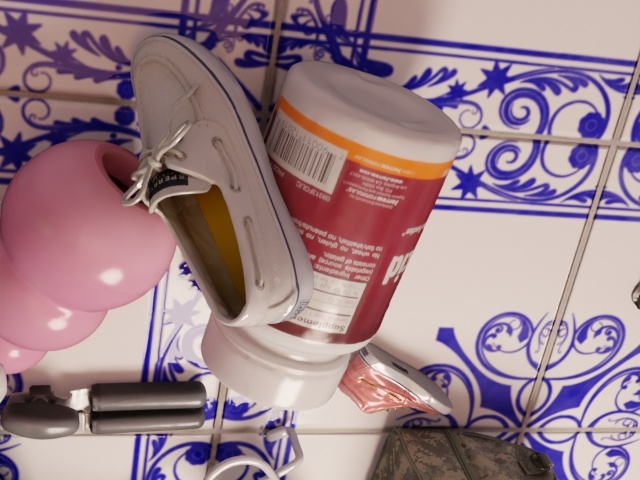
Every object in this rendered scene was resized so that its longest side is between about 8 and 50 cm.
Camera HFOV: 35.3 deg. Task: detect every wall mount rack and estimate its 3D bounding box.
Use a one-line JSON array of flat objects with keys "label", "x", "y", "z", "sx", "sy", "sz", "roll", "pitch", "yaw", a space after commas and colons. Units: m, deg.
[{"label": "wall mount rack", "x": -0.130, "y": 0.439, "z": 1.513, "sx": 0.304, "sy": 0.130, "sz": 0.350, "roll": -27, "pitch": 121, "yaw": -3}]

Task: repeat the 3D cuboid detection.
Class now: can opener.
[{"label": "can opener", "x": -0.294, "y": 0.242, "z": 1.383, "sx": 0.280, "sy": 0.093, "sz": 0.074, "roll": -1, "pitch": 118, "yaw": -19}]

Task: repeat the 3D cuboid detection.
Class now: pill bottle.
[{"label": "pill bottle", "x": 0.000, "y": 0.000, "z": 1.242, "sx": 0.224, "sy": 0.224, "sz": 0.392, "roll": 14, "pitch": 114, "yaw": -21}]

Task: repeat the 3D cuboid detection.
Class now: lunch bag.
[{"label": "lunch bag", "x": 0.208, "y": 0.450, "z": 1.547, "sx": 0.256, "sy": 0.212, "sz": 0.305, "roll": 7, "pitch": 117, "yaw": -17}]

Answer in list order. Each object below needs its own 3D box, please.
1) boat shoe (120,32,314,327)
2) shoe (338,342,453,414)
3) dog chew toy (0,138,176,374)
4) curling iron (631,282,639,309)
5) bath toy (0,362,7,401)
[{"label": "boat shoe", "x": -0.148, "y": -0.067, "z": 1.103, "sx": 0.136, "sy": 0.367, "sz": 0.156, "roll": -30, "pitch": 169, "yaw": 35}, {"label": "shoe", "x": 0.108, "y": 0.226, "z": 1.489, "sx": 0.178, "sy": 0.063, "sz": 0.081, "roll": 34, "pitch": 107, "yaw": -22}, {"label": "dog chew toy", "x": -0.322, "y": 0.037, "z": 1.202, "sx": 0.206, "sy": 0.207, "sz": 0.332, "roll": 34, "pitch": 113, "yaw": -27}, {"label": "curling iron", "x": 0.554, "y": 0.156, "z": 1.577, "sx": 0.068, "sy": 0.035, "sz": 0.274, "roll": -28, "pitch": 120, "yaw": 7}, {"label": "bath toy", "x": -0.480, "y": 0.231, "z": 1.235, "sx": 0.129, "sy": 0.151, "sz": 0.348, "roll": 42, "pitch": 140, "yaw": 8}]
